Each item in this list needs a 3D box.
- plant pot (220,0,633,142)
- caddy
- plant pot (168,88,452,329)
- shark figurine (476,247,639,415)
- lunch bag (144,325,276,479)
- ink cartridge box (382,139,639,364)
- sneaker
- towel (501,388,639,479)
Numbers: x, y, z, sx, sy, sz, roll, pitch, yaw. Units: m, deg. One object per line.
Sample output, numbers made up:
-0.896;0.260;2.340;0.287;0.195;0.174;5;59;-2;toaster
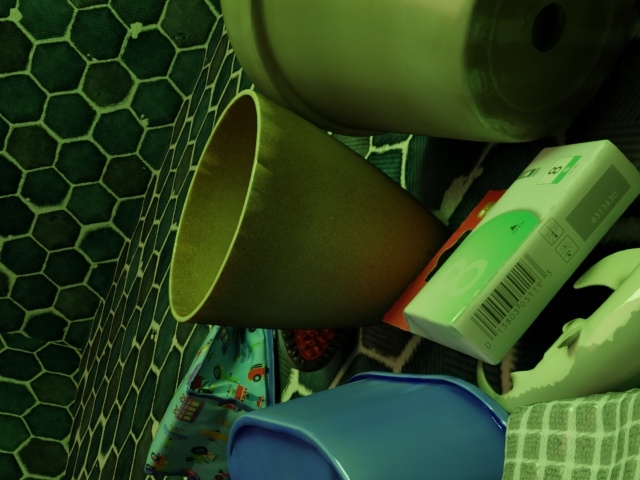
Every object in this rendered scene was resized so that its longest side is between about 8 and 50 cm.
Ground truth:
0.111;-0.220;0.673;0.280;0.323;0.323;38;110;47;plant pot
0.057;0.231;0.581;0.341;0.179;0.241;-16;81;64;caddy
0.000;0.000;0.768;0.237;0.254;0.237;-47;34;45;plant pot
0.203;0.078;0.464;0.278;0.116;0.166;-51;-4;26;shark figurine
-0.162;0.211;1.178;0.293;0.138;0.221;-86;22;-51;lunch bag
0.132;0.003;0.614;0.181;0.056;0.224;-48;16;-9;ink cartridge box
-0.013;0.077;0.984;0.125;0.104;0.262;106;169;-46;sneaker
0.151;0.192;0.317;0.235;0.121;0.284;105;-178;-68;towel
